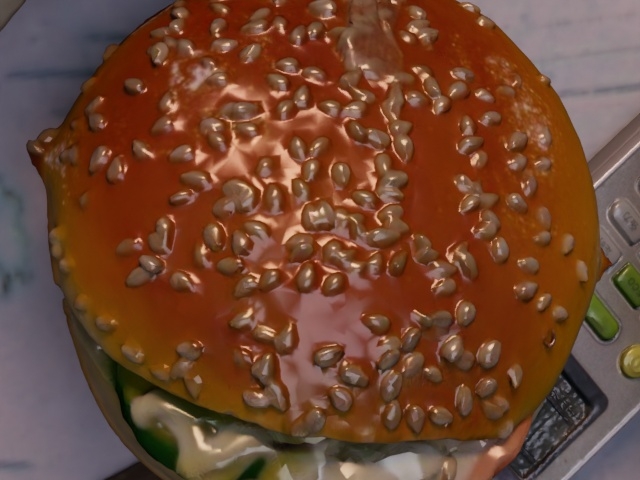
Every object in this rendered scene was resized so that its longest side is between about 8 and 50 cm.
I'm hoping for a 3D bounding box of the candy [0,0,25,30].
[{"bbox_3d":[-0.254,-0.201,0.429,0.427,0.186,0.386,35,121,-17],"label":"candy"}]

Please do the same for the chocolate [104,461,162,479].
[{"bbox_3d":[-0.089,0.194,0.658,0.254,0.080,0.157,-28,105,-11],"label":"chocolate"}]

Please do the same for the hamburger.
[{"bbox_3d":[0.004,-0.001,0.613,0.237,0.147,0.237,2,84,-14],"label":"hamburger"}]

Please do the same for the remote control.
[{"bbox_3d":[0.142,0.016,0.725,0.250,0.034,0.103,-42,107,-7],"label":"remote control"}]
